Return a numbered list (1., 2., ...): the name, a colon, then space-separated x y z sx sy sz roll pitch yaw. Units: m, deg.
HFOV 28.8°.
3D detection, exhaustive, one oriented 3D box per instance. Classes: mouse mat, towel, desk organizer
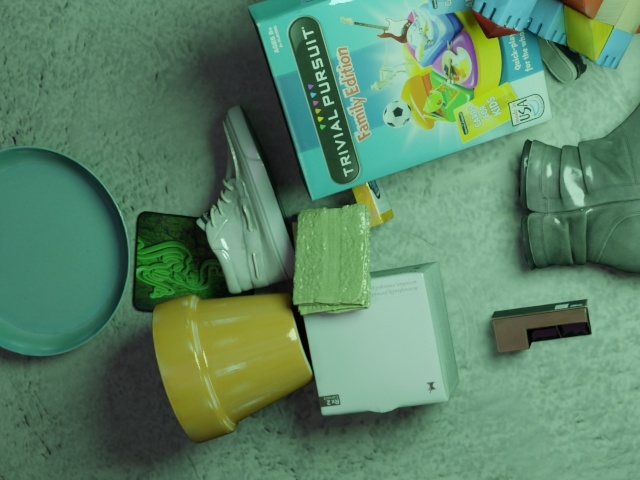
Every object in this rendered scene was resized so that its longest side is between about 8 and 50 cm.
1. mouse mat: -0.186 0.040 1.840 0.189 0.007 0.153 6 99 15
2. towel: 0.016 0.025 1.666 0.110 0.027 0.148 -4 76 18
3. desk organizer: 0.302 0.117 1.701 0.130 0.047 0.050 -9 97 16

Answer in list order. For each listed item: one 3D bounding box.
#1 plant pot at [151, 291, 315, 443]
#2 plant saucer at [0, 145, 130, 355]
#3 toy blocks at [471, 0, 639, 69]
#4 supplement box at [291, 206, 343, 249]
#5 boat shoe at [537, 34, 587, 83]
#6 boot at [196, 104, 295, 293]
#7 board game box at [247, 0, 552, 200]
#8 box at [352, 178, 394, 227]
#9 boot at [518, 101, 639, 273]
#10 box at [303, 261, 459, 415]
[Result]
1. plant pot: -0.111 0.159 1.743 0.188 0.205 0.205 -17 93 6
2. plant saucer: -0.427 0.015 1.880 0.317 0.043 0.318 2 99 14
3. toy blocks: 0.344 -0.332 1.494 0.191 0.381 0.261 40 114 37
4. supplement box: 0.000 0.000 1.744 0.056 0.083 0.083 -4 97 14
5. boat shoe: 0.305 -0.265 1.652 0.125 0.038 0.046 51 148 9
6. boot: -0.121 -0.052 1.757 0.123 0.095 0.258 -18 93 4
7. board game box: 0.107 -0.223 1.584 0.336 0.079 0.254 -19 119 -3
8. box: 0.060 -0.087 1.718 0.028 0.081 0.136 -22 91 17
9. boot: 0.367 -0.117 1.619 0.222 0.118 0.338 7 97 18
10. box: 0.083 0.135 1.723 0.181 0.119 0.182 -9 95 15
